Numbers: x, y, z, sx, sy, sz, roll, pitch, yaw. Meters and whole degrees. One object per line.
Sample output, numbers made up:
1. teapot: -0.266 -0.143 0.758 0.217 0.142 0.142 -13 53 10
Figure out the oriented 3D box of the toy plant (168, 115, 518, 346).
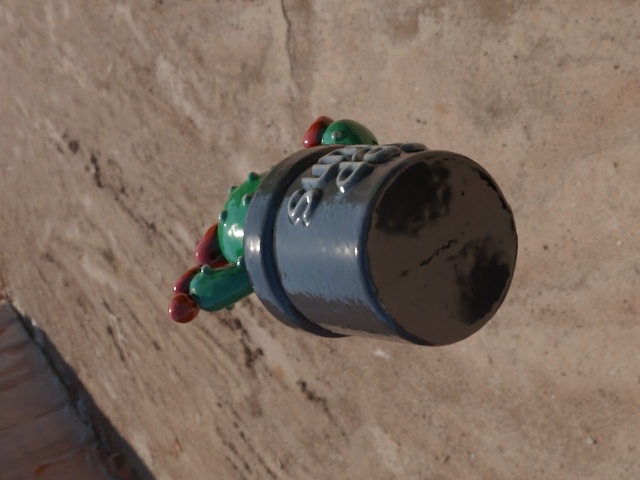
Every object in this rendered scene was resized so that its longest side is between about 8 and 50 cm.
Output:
1. toy plant: 0.006 -0.012 0.691 0.400 0.185 0.279 6 72 62
